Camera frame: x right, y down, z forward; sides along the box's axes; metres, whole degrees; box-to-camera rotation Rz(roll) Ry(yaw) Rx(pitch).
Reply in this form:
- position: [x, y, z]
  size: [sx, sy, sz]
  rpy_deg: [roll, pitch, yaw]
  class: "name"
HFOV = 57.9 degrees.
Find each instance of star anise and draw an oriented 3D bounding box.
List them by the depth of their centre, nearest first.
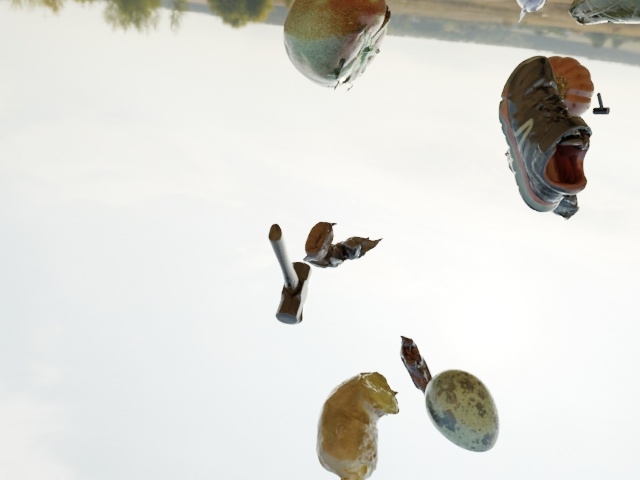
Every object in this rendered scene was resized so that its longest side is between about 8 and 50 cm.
- position: [0.064, 0.029, 1.479]
  size: [0.181, 0.061, 0.205]
  rpy_deg: [-14, -176, 37]
  class: "star anise"

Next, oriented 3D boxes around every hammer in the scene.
- position: [-0.115, 0.099, 2.044]
  size: [0.096, 0.408, 0.242]
  rpy_deg: [4, -128, 13]
  class: "hammer"

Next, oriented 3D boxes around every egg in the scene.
- position: [0.282, 0.335, 1.141]
  size: [0.132, 0.132, 0.172]
  rpy_deg: [-13, -123, -38]
  class: "egg"

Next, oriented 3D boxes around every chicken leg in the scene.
- position: [0.235, 0.318, 1.364]
  size: [0.048, 0.219, 0.089]
  rpy_deg: [-21, -169, 17]
  class: "chicken leg"

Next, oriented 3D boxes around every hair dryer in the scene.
- position: [0.865, -0.423, 1.794]
  size: [0.047, 0.083, 0.026]
  rpy_deg: [11, -122, 43]
  class: "hair dryer"

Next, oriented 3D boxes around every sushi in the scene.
- position: [0.000, 0.000, 1.384]
  size: [0.052, 0.120, 0.055]
  rpy_deg: [13, 159, 19]
  class: "sushi"

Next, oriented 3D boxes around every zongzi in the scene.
- position: [0.534, -0.389, 0.989]
  size: [0.078, 0.176, 0.160]
  rpy_deg: [-40, 179, -21]
  class: "zongzi"

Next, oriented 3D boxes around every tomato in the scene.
- position: [0.033, -0.568, 1.572]
  size: [0.239, 0.303, 0.303]
  rpy_deg: [36, -150, 11]
  class: "tomato"

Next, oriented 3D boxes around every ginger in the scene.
- position: [0.068, 0.394, 1.225]
  size: [0.152, 0.267, 0.138]
  rpy_deg: [-2, 148, 43]
  class: "ginger"

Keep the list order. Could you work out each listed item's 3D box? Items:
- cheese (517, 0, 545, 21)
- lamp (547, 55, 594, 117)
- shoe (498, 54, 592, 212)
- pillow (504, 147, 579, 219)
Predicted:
- position: [0.301, -0.372, 0.749]
  size: [0.042, 0.190, 0.105]
  rpy_deg: [29, -122, 12]
  class: "cheese"
- position: [0.713, -0.449, 1.764]
  size: [0.223, 0.223, 0.197]
  rpy_deg: [22, -159, 36]
  class: "lamp"
- position: [0.416, -0.197, 1.057]
  size: [0.114, 0.290, 0.137]
  rpy_deg: [-12, -177, -17]
  class: "shoe"
- position: [0.748, -0.214, 1.964]
  size: [0.093, 0.161, 0.335]
  rpy_deg: [-33, -117, -8]
  class: "pillow"
